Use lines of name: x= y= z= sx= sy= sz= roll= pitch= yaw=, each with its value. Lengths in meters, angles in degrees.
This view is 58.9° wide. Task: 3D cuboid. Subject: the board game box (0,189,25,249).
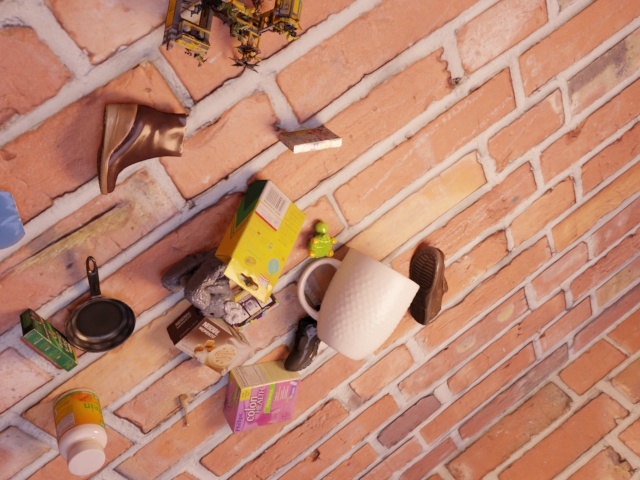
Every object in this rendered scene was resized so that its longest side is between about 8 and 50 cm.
board game box: x=-0.817 y=-0.057 z=1.403 sx=0.133 sy=0.033 sz=0.168 roll=-14 pitch=120 yaw=-17

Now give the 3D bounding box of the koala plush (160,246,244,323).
koala plush: x=-0.328 y=0.156 z=1.734 sx=0.203 sy=0.196 sz=0.221 roll=-43 pitch=131 yaw=-27

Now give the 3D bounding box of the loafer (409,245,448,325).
loafer: x=0.436 y=0.165 z=2.250 sx=0.130 sy=0.134 sz=0.366 roll=-23 pitch=134 yaw=-30

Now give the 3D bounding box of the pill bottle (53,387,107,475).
pill bottle: x=-0.725 y=0.579 z=1.720 sx=0.136 sy=0.245 sz=0.136 roll=-15 pitch=126 yaw=-22

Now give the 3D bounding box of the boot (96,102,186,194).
boot: x=-0.461 y=-0.226 z=1.468 sx=0.207 sy=0.090 sz=0.248 roll=4 pitch=113 yaw=-30

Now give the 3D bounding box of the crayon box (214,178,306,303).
crayon box: x=-0.183 y=0.003 z=1.695 sx=0.202 sy=0.081 sz=0.318 roll=45 pitch=60 yaw=-41

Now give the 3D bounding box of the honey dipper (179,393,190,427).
honey dipper: x=-0.484 y=0.615 z=2.035 sx=0.030 sy=0.030 sz=0.160 roll=-13 pitch=129 yaw=-24

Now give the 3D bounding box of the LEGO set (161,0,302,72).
LEGO set: x=-0.212 y=-0.498 z=1.335 sx=0.331 sy=0.255 sz=0.192 roll=12 pitch=85 yaw=-48

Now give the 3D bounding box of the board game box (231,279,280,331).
board game box: x=-0.241 y=0.208 z=1.906 sx=0.170 sy=0.048 sz=0.141 roll=-34 pitch=128 yaw=-8

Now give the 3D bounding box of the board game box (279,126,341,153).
board game box: x=-0.029 y=-0.297 z=1.675 sx=0.154 sy=0.103 sz=0.026 roll=-13 pitch=125 yaw=-24

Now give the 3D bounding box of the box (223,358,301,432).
box: x=-0.218 y=0.574 z=2.107 sx=0.243 sy=0.117 sz=0.213 roll=-2 pitch=120 yaw=-29

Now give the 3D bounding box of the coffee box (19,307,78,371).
coffee box: x=-0.763 y=0.281 z=1.598 sx=0.040 sy=0.113 sz=0.184 roll=-37 pitch=130 yaw=-9

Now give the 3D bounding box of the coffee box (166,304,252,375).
coffee box: x=-0.364 y=0.326 z=1.873 sx=0.141 sy=0.098 sz=0.246 roll=-43 pitch=131 yaw=-1

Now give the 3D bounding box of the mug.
mug: x=0.100 y=0.208 z=1.962 sx=0.374 sy=0.276 sz=0.328 roll=30 pitch=88 yaw=0

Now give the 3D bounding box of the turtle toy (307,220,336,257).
turtle toy: x=0.000 y=0.000 z=1.906 sx=0.095 sy=0.066 sz=0.130 roll=-1 pitch=119 yaw=-30

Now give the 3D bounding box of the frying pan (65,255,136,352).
frying pan: x=-0.669 y=0.198 z=1.641 sx=0.197 sy=0.053 sz=0.326 roll=-30 pitch=128 yaw=-11

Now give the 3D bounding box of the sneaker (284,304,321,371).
sneaker: x=-0.050 y=0.352 z=2.090 sx=0.130 sy=0.109 sz=0.286 roll=40 pitch=85 yaw=-35
